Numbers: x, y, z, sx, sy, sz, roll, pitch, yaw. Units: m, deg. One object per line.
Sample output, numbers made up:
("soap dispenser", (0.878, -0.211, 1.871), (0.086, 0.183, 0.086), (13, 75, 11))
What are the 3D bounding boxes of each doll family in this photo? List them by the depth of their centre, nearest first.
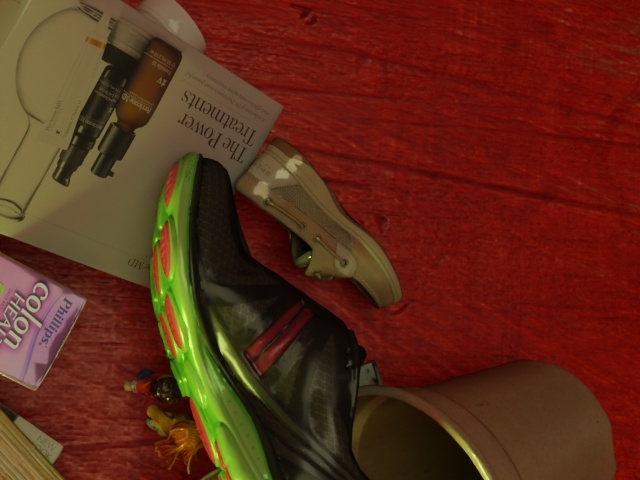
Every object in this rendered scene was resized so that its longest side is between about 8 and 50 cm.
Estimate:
("doll family", (-0.120, 0.233, 1.271), (0.263, 0.163, 0.118), (8, 83, -17))

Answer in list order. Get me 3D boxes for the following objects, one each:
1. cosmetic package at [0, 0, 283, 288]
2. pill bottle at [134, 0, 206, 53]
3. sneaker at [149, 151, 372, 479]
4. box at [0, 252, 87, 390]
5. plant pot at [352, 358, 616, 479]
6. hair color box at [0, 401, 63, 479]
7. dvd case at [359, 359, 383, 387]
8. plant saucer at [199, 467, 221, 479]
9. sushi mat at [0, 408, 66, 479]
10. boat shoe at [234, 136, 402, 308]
("cosmetic package", (-0.249, -0.119, 1.163), (0.377, 0.097, 0.284), (26, 96, -49))
("pill bottle", (-0.266, -0.200, 1.273), (0.246, 0.136, 0.136), (-44, 99, -16))
("sneaker", (-0.061, 0.126, 1.153), (0.202, 0.185, 0.482), (-19, 86, -20))
("box", (-0.412, 0.063, 1.165), (0.243, 0.213, 0.117), (29, 77, -14))
("plant pot", (0.206, 0.298, 1.288), (0.306, 0.334, 0.333), (-17, 91, -41))
("hair color box", (-0.470, 0.324, 1.135), (0.185, 0.110, 0.338), (39, 57, -12))
("dvd case", (0.035, 0.225, 1.400), (0.120, 0.013, 0.087), (-17, 91, -19))
("plant saucer", (-0.054, 0.408, 1.183), (0.311, 0.050, 0.310), (2, 77, -8))
("sushi mat", (-0.378, 0.277, 1.131), (0.316, 0.019, 0.151), (50, 57, -7))
("boat shoe", (0.000, 0.000, 1.330), (0.098, 0.109, 0.302), (-46, 125, -9))
